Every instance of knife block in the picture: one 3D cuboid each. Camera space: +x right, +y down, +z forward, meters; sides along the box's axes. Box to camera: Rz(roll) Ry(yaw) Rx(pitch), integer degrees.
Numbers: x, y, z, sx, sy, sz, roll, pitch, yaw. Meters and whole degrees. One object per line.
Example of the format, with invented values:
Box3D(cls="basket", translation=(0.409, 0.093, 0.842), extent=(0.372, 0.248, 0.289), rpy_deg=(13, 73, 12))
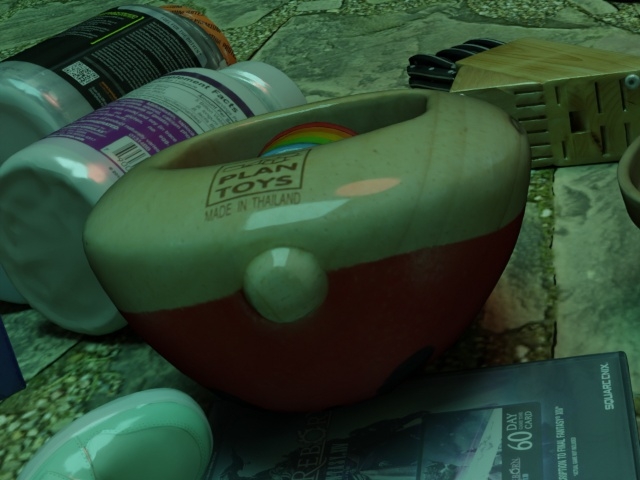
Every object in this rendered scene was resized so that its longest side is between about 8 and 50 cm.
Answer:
Box3D(cls="knife block", translation=(0.219, -0.156, 1.293), extent=(0.275, 0.088, 0.242), rpy_deg=(-5, 24, 18))

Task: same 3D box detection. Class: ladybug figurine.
Box3D(cls="ladybug figurine", translation=(0.000, 0.000, 0.876), extent=(0.305, 0.162, 0.449), rpy_deg=(-10, 11, 10))

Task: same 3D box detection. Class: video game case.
Box3D(cls="video game case", translation=(0.047, 0.141, 0.735), extent=(0.274, 0.026, 0.196), rpy_deg=(-8, 26, 12))

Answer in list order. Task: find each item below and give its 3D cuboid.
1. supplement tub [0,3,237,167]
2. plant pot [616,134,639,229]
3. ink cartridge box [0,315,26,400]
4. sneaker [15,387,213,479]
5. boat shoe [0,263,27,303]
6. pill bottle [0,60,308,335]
Box3D(cls="supplement tub", translation=(-0.227, -0.131, 1.326), extent=(0.193, 0.194, 0.316), rpy_deg=(2, 27, 31))
Box3D(cls="plant pot", translation=(0.337, -0.028, 0.882), extent=(0.237, 0.110, 0.237), rpy_deg=(-18, 23, 8))
Box3D(cls="ink cartridge box", translation=(-0.386, 0.100, 0.753), extent=(0.395, 0.270, 0.151), rpy_deg=(-8, 28, 9))
Box3D(cls="sneaker", translation=(-0.120, 0.183, 0.629), extent=(0.256, 0.094, 0.151), rpy_deg=(-43, 29, -26))
Box3D(cls="boat shoe", translation=(-0.346, -0.002, 1.147), extent=(0.228, 0.080, 0.076), rpy_deg=(15, 6, -11))
Box3D(cls="pill bottle", translation=(-0.135, -0.055, 1.128), extent=(0.169, 0.169, 0.301), rpy_deg=(4, 27, 34))
